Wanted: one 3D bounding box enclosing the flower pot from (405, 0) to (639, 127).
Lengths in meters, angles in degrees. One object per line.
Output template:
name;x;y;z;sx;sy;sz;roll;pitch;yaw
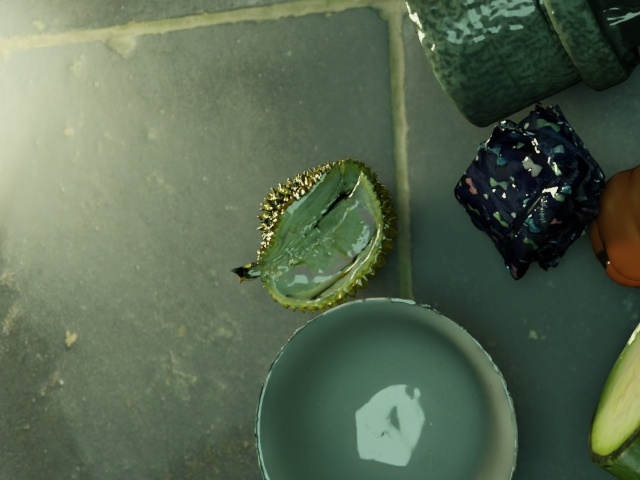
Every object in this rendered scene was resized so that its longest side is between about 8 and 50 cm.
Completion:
flower pot;0.286;-0.296;1.279;0.283;0.299;0.299;-25;81;25

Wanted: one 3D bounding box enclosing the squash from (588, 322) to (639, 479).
squash;0.529;0.232;1.149;0.384;0.263;0.263;30;97;2

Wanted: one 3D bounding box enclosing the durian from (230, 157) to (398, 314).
durian;0.000;0.000;1.411;0.237;0.138;0.193;-23;85;12

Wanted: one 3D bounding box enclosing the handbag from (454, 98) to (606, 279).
handbag;0.265;-0.057;1.289;0.113;0.260;0.162;-24;70;-19

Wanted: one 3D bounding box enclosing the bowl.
bowl;0.099;0.247;1.361;0.345;0.157;0.345;-1;87;18

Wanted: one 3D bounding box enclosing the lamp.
lamp;0.424;-0.028;1.258;0.187;0.187;0.164;-14;75;16
